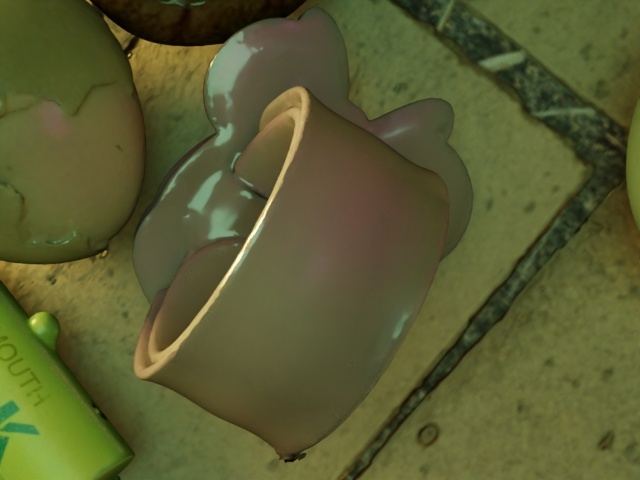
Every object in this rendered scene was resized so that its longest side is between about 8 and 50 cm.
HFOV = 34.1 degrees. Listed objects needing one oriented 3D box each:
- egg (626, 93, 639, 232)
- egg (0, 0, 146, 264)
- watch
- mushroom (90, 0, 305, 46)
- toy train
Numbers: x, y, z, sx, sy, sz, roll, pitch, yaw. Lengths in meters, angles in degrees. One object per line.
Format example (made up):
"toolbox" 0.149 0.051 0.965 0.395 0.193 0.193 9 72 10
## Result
"egg" 0.284 -0.070 0.656 0.168 0.168 0.231 18 83 4
"egg" -0.206 -0.079 0.674 0.183 0.183 0.217 -36 92 0
"watch" 0.000 0.000 0.630 0.211 0.217 0.248 32 93 -17
"mushroom" -0.079 -0.264 0.671 0.267 0.254 0.267 -13 114 -32
"toy train" -0.239 0.103 0.700 0.157 0.105 0.253 -40 80 -5
